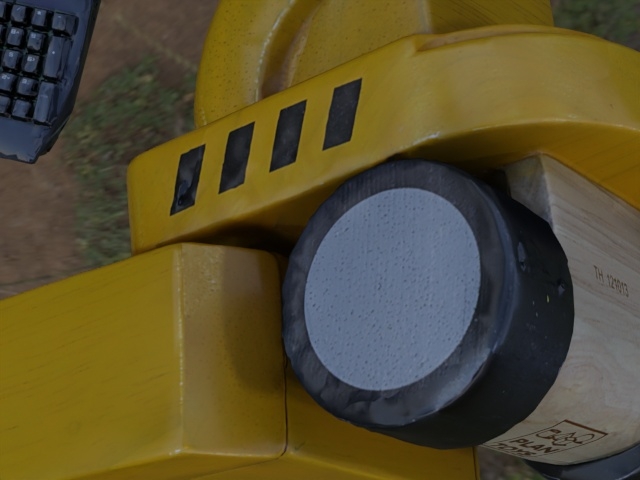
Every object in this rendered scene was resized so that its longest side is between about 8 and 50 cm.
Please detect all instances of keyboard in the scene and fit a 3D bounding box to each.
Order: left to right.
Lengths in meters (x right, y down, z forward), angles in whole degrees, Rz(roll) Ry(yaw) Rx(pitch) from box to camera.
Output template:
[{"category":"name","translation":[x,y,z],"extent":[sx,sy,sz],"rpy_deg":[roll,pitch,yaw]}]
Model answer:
[{"category":"keyboard","translation":[-0.270,-0.170,0.953],"extent":[0.317,0.033,0.201],"rpy_deg":[13,87,15]}]

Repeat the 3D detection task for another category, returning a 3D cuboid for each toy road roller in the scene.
[{"category":"toy road roller","translation":[0.000,0.000,0.694],"extent":[0.202,0.329,0.240],"rpy_deg":[24,54,-50]}]
